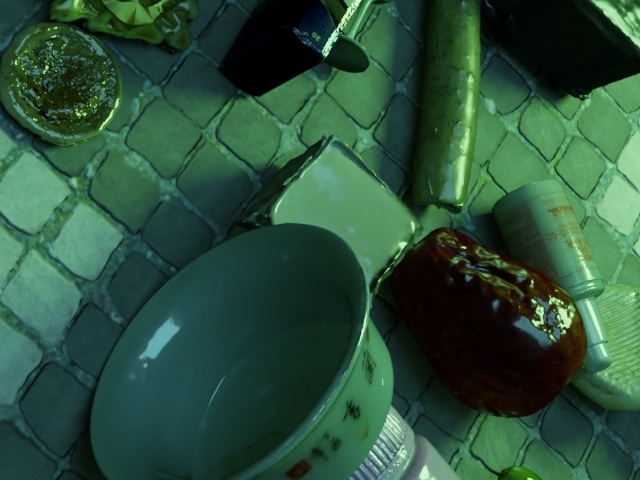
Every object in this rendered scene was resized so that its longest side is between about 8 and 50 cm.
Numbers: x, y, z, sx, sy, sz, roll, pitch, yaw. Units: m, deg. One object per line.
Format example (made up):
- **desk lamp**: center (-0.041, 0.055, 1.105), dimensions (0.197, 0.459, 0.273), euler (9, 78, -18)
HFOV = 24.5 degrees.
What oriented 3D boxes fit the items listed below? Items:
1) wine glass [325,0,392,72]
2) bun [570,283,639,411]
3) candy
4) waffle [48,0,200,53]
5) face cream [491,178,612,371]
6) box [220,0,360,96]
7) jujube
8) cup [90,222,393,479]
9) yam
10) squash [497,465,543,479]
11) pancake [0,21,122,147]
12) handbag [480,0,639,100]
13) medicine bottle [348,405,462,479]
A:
- **wine glass**: center (0.062, -0.313, 1.881), dimensions (0.079, 0.079, 0.195), euler (35, 63, -21)
- **bun**: center (0.398, 0.149, 1.964), dimensions (0.183, 0.102, 0.183), euler (1, 57, -1)
- **candy**: center (0.000, 0.000, 1.728), dimensions (0.195, 0.137, 0.185), euler (45, 59, -13)
- **waffle**: center (-0.222, -0.333, 1.712), dimensions (0.223, 0.054, 0.204), euler (10, 71, -38)
- **face cream**: center (0.312, 0.051, 1.906), dimensions (0.101, 0.101, 0.252), euler (-11, 71, -34)
- **box**: center (-0.006, -0.303, 1.783), dimensions (0.071, 0.168, 0.259), euler (41, 59, -20)
- **jujube**: center (0.201, 0.097, 1.811), dimensions (0.255, 0.190, 0.190), euler (46, 57, 3)
- **cup**: center (-0.060, 0.165, 1.563), dimensions (0.163, 0.347, 0.347), euler (50, 55, -37)
- **yam**: center (0.170, -0.214, 1.926), dimensions (0.083, 0.083, 0.372), euler (16, 71, -28)
- **squash**: center (0.307, 0.379, 1.869), dimensions (0.252, 0.066, 0.066), euler (50, 58, -13)
- **pancake**: center (-0.290, -0.176, 1.656), dimensions (0.151, 0.025, 0.152), euler (10, 72, -31)
- **handbag**: center (0.345, -0.325, 2.002), dimensions (0.254, 0.181, 0.181), euler (37, 60, -22)
- **medicine bottle**: center (0.089, 0.323, 1.679), dimensions (0.291, 0.178, 0.178), euler (48, 58, -13)
